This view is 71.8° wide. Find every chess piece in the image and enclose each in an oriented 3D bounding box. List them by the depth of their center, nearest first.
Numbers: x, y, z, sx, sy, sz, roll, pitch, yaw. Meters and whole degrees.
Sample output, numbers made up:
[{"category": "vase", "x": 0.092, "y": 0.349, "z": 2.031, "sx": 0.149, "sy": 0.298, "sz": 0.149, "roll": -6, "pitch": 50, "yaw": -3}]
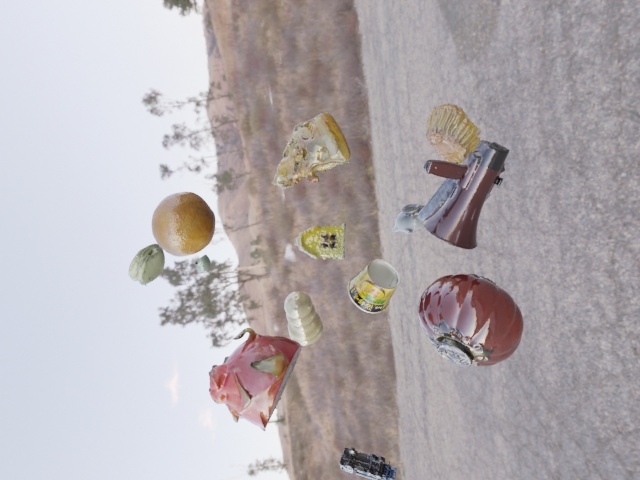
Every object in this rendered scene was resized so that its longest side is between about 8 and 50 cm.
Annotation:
[{"category": "chess piece", "x": -0.088, "y": 0.334, "z": 1.977, "sx": 0.300, "sy": 0.166, "sz": 0.167, "roll": 76, "pitch": -174, "yaw": -51}]

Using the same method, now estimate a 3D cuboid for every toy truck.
[{"category": "toy truck", "x": 0.173, "y": 0.822, "z": 1.611, "sx": 0.088, "sy": 0.201, "sz": 0.074, "roll": 87, "pitch": -161, "yaw": -45}]

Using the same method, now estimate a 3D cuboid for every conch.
[{"category": "conch", "x": -0.495, "y": 0.099, "z": 1.879, "sx": 0.076, "sy": 0.056, "sz": 0.085, "roll": -55, "pitch": 3, "yaw": -3}]

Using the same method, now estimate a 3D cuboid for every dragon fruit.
[{"category": "dragon fruit", "x": -0.213, "y": 0.417, "z": 1.388, "sx": 0.305, "sy": 0.225, "sz": 0.306, "roll": 21, "pitch": -90, "yaw": -83}]

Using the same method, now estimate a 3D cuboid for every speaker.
[{"category": "speaker", "x": 0.436, "y": -0.165, "z": 1.423, "sx": 0.198, "sy": 0.259, "sz": 0.330, "roll": -67, "pitch": -9, "yaw": -64}]

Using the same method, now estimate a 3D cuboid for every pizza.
[{"category": "pizza", "x": -0.048, "y": -0.255, "z": 1.319, "sx": 0.071, "sy": 0.296, "sz": 0.189, "roll": -13, "pitch": -96, "yaw": -50}]

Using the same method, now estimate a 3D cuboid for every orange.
[{"category": "orange", "x": -0.555, "y": -0.062, "z": 1.789, "sx": 0.264, "sy": 0.264, "sz": 0.264, "roll": -7, "pitch": -90, "yaw": -90}]

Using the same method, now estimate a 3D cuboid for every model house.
[{"category": "model house", "x": 0.000, "y": 0.000, "z": 2.020, "sx": 0.193, "sy": 0.234, "sz": 0.175, "roll": 128, "pitch": 149, "yaw": -88}]

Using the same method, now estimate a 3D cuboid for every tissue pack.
[{"category": "tissue pack", "x": 0.510, "y": -0.136, "z": 1.712, "sx": 0.236, "sy": 0.173, "sz": 0.073, "roll": -54, "pitch": -9, "yaw": 20}]

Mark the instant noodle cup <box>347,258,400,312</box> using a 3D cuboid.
[{"category": "instant noodle cup", "x": 0.174, "y": 0.138, "z": 1.403, "sx": 0.122, "sy": 0.151, "sz": 0.152, "roll": 116, "pitch": 155, "yaw": -48}]

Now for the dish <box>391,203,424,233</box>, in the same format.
[{"category": "dish", "x": 0.469, "y": -0.127, "z": 2.212, "sx": 0.228, "sy": 0.236, "sz": 0.086, "roll": 17, "pitch": 135, "yaw": 57}]

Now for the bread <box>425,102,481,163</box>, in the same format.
[{"category": "bread", "x": 0.569, "y": -0.464, "z": 1.945, "sx": 0.274, "sy": 0.149, "sz": 0.274, "roll": 39, "pitch": 164, "yaw": 13}]

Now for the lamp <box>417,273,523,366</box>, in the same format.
[{"category": "lamp", "x": 0.438, "y": 0.234, "z": 1.310, "sx": 0.257, "sy": 0.303, "sz": 0.303, "roll": -53, "pitch": -25, "yaw": -29}]

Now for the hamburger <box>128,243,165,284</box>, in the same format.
[{"category": "hamburger", "x": -0.555, "y": 0.078, "z": 1.429, "sx": 0.133, "sy": 0.062, "sz": 0.140, "roll": -66, "pitch": -10, "yaw": 21}]
